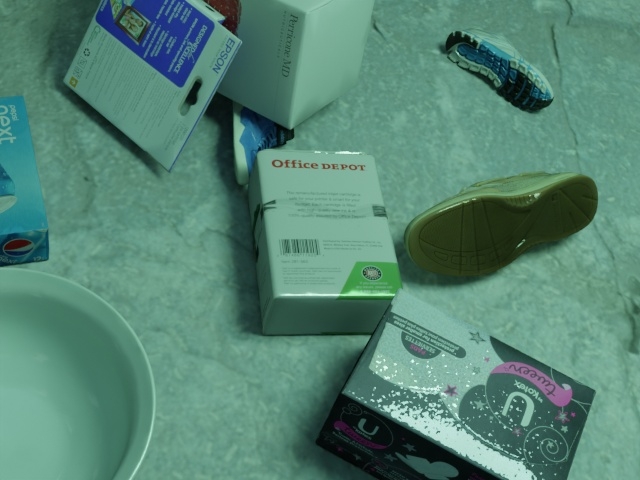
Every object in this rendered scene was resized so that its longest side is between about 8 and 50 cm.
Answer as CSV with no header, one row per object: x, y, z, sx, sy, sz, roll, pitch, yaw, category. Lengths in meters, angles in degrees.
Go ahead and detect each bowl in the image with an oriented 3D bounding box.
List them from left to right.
-0.315,0.185,0.913,0.298,0.134,0.298,8,54,-11,bowl

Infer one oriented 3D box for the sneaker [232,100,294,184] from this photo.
-0.076,-0.138,1.254,0.085,0.058,0.152,-1,49,-5,sneaker

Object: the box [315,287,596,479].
0.148,0.194,1.025,0.247,0.142,0.163,28,53,5,box

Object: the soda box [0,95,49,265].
-0.379,-0.075,1.123,0.071,0.067,0.210,-8,57,-20,soda box

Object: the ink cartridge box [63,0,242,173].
-0.213,-0.228,1.197,0.208,0.206,0.045,40,25,14,ink cartridge box

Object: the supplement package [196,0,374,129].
-0.098,-0.312,1.255,0.293,0.177,0.175,29,43,20,supplement package

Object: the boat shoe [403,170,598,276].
0.229,-0.031,1.244,0.302,0.109,0.098,-17,22,-25,boat shoe

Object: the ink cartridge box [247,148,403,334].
0.000,0.000,1.154,0.160,0.092,0.219,2,55,-14,ink cartridge box

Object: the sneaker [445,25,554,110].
0.294,-0.280,1.450,0.191,0.071,0.083,41,50,15,sneaker
